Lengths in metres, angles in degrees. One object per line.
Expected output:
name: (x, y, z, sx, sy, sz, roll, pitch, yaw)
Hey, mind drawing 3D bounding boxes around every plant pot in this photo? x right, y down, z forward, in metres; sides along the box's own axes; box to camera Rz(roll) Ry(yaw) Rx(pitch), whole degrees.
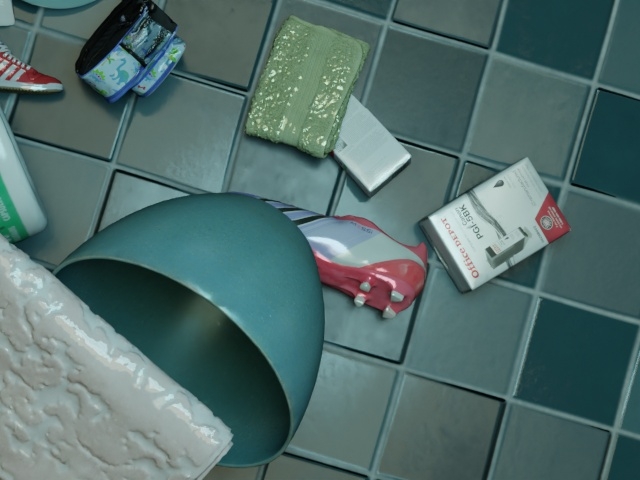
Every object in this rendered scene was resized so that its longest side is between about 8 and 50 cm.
plant pot: (-0.109, 0.064, 1.514, 0.290, 0.290, 0.195, 38, 52, -2)

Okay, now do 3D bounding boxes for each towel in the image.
towel: (-0.299, 0.191, 1.489, 0.332, 0.053, 0.317, 40, 116, -2)
towel: (-0.016, -0.171, 1.631, 0.110, 0.027, 0.148, 18, 77, 9)

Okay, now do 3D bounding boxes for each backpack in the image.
backpack: (-0.204, -0.202, 1.591, 0.084, 0.105, 0.114, 43, 91, -22)

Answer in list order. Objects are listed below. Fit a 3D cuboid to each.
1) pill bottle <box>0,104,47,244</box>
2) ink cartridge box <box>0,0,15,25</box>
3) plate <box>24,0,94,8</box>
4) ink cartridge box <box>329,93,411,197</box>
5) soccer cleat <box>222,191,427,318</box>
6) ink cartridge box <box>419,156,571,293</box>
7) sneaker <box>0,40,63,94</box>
pill bottle: (-0.481, -0.036, 1.496, 0.361, 0.204, 0.204, -23, 88, -7)
ink cartridge box: (-0.480, -0.360, 1.570, 0.261, 0.066, 0.296, -11, 97, -32)
plate: (-0.290, -0.349, 1.613, 0.188, 0.024, 0.188, 0, 89, -20)
ink cartridge box: (0.041, -0.111, 1.643, 0.063, 0.029, 0.115, -40, 78, -8)
soccer cleat: (0.000, 0.000, 1.617, 0.248, 0.083, 0.095, 24, 52, 2)
ink cartridge box: (0.194, -0.016, 1.640, 0.135, 0.056, 0.099, -32, 90, -8)
sneaker: (-0.338, -0.196, 1.606, 0.118, 0.042, 0.067, 6, 88, -3)
